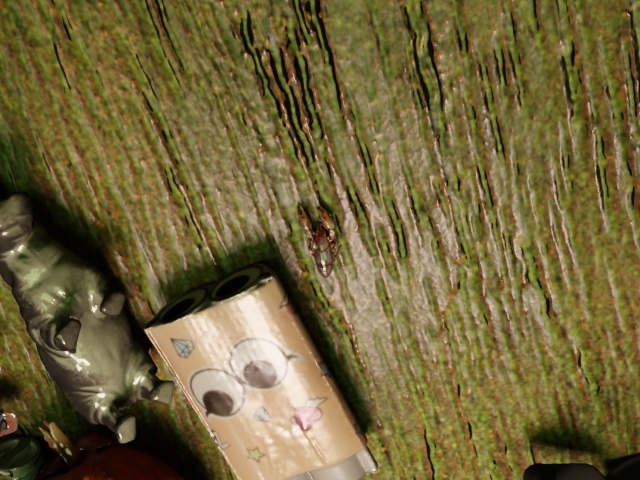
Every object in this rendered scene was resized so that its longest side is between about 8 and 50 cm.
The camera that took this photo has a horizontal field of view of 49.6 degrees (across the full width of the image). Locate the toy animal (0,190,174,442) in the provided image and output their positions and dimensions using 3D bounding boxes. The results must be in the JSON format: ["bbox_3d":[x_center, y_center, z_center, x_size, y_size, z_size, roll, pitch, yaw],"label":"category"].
[{"bbox_3d":[-0.291,0.065,0.775,0.168,0.106,0.343,-6,118,54],"label":"toy animal"}]

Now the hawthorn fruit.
[{"bbox_3d":[-0.272,0.359,0.847,0.276,0.276,0.307,-14,97,9],"label":"hawthorn fruit"}]

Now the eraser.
[{"bbox_3d":[-0.063,0.182,0.838,0.171,0.087,0.290,-22,109,14],"label":"eraser"}]

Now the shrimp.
[{"bbox_3d":[0.002,-0.003,0.787,0.038,0.029,0.092,-18,107,12],"label":"shrimp"}]

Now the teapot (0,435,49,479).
[{"bbox_3d":[-0.408,0.372,0.930,0.077,0.107,0.200,5,113,7],"label":"teapot"}]

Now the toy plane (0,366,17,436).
[{"bbox_3d":[-0.511,0.263,0.862,0.223,0.104,0.326,21,102,-12],"label":"toy plane"}]

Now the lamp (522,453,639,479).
[{"bbox_3d":[0.446,0.407,0.835,0.374,0.205,0.272,-5,109,-6],"label":"lamp"}]
